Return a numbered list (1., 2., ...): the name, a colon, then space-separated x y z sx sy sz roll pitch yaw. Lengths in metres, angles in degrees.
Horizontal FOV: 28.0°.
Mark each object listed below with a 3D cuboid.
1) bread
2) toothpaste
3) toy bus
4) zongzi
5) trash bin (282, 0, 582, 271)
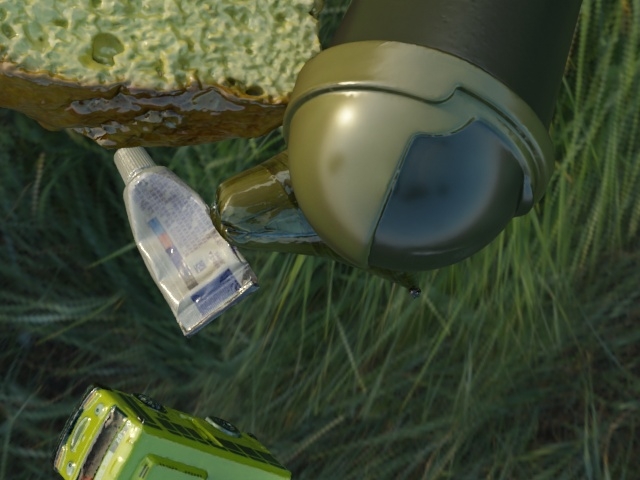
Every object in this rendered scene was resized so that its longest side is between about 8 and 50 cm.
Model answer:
1. bread: -0.169 -0.186 1.166 0.340 0.179 0.194 4 78 -15
2. toothpaste: -0.181 -0.016 1.593 0.099 0.068 0.282 -53 56 29
3. toy bus: -0.178 0.278 1.559 0.262 0.150 0.128 26 94 -39
4. zongzi: 0.000 0.000 1.423 0.221 0.112 0.242 -20 129 -11
5. trash bin: 0.096 -0.123 1.029 0.214 0.334 0.214 18 150 11
